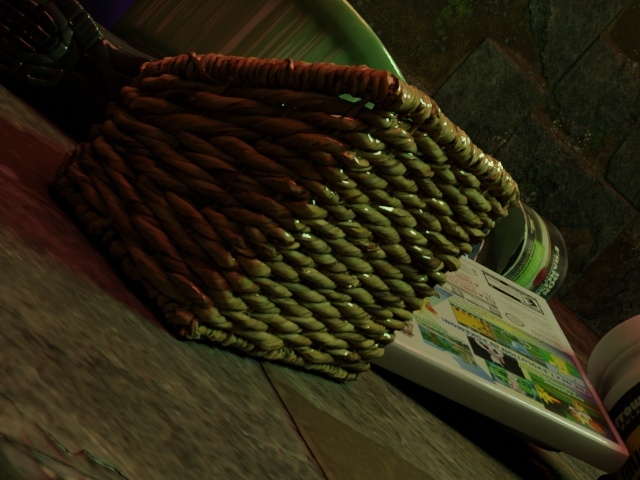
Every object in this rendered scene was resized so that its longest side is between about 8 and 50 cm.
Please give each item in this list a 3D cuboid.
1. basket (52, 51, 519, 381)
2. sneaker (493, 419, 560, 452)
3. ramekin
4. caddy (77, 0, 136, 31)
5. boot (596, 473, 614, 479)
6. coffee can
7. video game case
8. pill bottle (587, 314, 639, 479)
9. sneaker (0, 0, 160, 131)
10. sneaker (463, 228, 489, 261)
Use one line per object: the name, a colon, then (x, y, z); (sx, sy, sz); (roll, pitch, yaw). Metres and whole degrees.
basket: (-0.022, -0.052, 0.936); (0.213, 0.223, 0.299); (46, 10, 28)
sneaker: (0.227, 0.171, 1.458); (0.115, 0.090, 0.232); (44, 14, -34)
ramekin: (-0.066, -0.147, 1.209); (0.303, 0.148, 0.303); (40, -14, 13)
caddy: (-0.229, -0.292, 1.438); (0.241, 0.179, 0.341); (10, 22, -27)
boot: (0.425, 0.348, 1.424); (0.190, 0.076, 0.208); (31, -6, 39)
coffee can: (0.319, 0.014, 2.261); (0.201, 0.201, 0.275); (46, 10, 28)
video game case: (0.148, 0.087, 1.308); (0.329, 0.036, 0.300); (27, 22, -22)
pill bottle: (0.401, 0.234, 1.282); (0.188, 0.188, 0.334); (36, 23, -34)
sneaker: (-0.179, -0.132, 1.078); (0.286, 0.109, 0.130); (43, -1, -11)
sneaker: (0.173, -0.008, 1.659); (0.112, 0.131, 0.319); (44, 31, -16)
